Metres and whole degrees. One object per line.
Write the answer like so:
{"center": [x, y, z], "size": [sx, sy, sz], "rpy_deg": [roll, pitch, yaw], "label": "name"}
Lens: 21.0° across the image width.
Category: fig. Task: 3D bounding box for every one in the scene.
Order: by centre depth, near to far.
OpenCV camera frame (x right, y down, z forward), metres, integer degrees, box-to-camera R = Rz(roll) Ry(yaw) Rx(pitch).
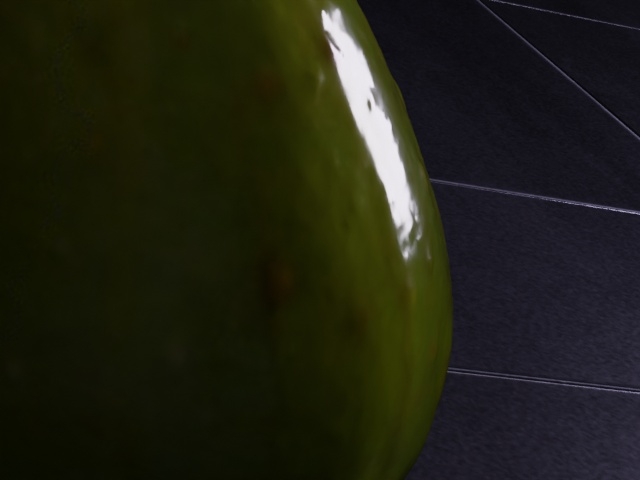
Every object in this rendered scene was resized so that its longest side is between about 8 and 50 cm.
{"center": [-0.075, -0.011, 0.715], "size": [0.258, 0.326, 0.258], "rpy_deg": [-4, 24, 2], "label": "fig"}
